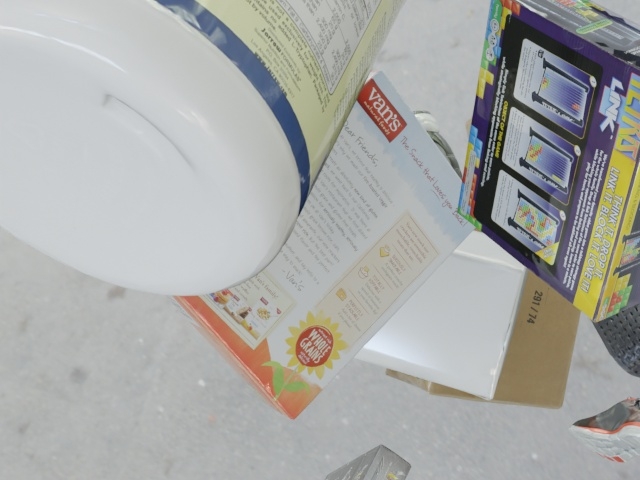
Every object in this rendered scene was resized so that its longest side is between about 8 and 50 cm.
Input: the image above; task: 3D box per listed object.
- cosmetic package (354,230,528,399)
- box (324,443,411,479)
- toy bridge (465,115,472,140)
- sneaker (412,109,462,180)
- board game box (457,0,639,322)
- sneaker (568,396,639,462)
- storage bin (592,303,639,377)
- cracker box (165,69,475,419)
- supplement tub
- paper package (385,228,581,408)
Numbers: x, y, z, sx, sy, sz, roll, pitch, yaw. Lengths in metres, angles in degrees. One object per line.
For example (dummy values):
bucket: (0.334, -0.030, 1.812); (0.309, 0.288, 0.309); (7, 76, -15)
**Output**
cosmetic package: (0.096, 0.065, 1.429); (0.366, 0.155, 0.197); (16, 108, 12)
box: (0.018, 0.405, 1.387); (0.231, 0.056, 0.183); (-57, 7, -36)
toy bridge: (0.285, -0.127, 1.374); (0.026, 0.188, 0.063); (135, 134, -55)
sneaker: (0.046, -0.026, 1.157); (0.271, 0.100, 0.108); (-43, 69, 25)
board game box: (0.156, -0.058, 0.632); (0.048, 0.170, 0.141); (-19, 43, -28)
sneaker: (0.353, 0.215, 1.174); (0.065, 0.061, 0.158); (-54, 13, -21)
storage bin: (0.345, 0.072, 0.985); (0.084, 0.180, 0.122); (-47, 44, 28)
cracker box: (0.000, 0.000, 0.789); (0.232, 0.155, 0.067); (-44, 23, -14)
supplement tub: (-0.074, -0.155, 0.620); (0.235, 0.235, 0.325); (3, 51, 29)
paper package: (0.304, 0.121, 1.836); (0.168, 0.309, 0.324); (-167, 88, -66)
